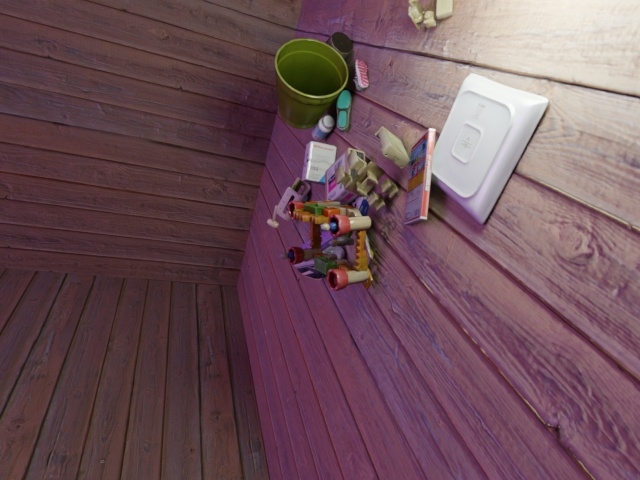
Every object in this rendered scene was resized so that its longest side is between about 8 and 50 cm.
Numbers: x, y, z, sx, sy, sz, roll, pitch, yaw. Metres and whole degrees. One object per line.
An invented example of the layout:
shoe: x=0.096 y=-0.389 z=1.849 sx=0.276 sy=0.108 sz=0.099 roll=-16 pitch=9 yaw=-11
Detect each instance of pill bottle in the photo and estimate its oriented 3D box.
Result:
pill bottle: x=0.017 y=-0.622 z=2.290 sx=0.160 sy=0.087 sz=0.087 roll=152 pitch=123 yaw=-64

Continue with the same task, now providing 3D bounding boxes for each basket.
basket: x=0.062 y=-0.986 z=2.221 sx=0.227 sy=0.154 sz=0.204 roll=-28 pitch=57 yaw=60

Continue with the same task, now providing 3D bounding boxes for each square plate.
square plate: x=0.429 y=-0.274 z=1.178 sx=0.347 sy=0.049 sz=0.343 roll=-116 pitch=39 yaw=-55

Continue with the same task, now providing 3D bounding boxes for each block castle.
block castle: x=0.000 y=0.000 z=1.710 sx=0.453 sy=0.213 sz=0.302 roll=25 pitch=117 yaw=58

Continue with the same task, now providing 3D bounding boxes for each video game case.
video game case: x=0.324 y=-0.199 z=1.368 sx=0.204 sy=0.025 sz=0.285 roll=135 pitch=141 yaw=-86

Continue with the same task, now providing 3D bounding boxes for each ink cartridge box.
ink cartridge box: x=-0.008 y=-0.406 z=2.197 sx=0.086 sy=0.148 sz=0.203 roll=-175 pitch=93 yaw=-71
ink cartridge box: x=0.104 y=-0.263 z=1.825 sx=0.235 sy=0.088 sz=0.193 roll=143 pitch=134 yaw=-57
ink cartridge box: x=0.157 y=-0.189 z=1.844 sx=0.207 sy=0.046 sz=0.097 roll=-114 pitch=38 yaw=-54

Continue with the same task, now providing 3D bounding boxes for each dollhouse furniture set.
dollhouse furniture set: x=0.403 y=-0.809 z=1.455 sx=0.151 sy=0.123 sz=0.144 roll=-1 pitch=81 yaw=33
dollhouse furniture set: x=0.200 y=-0.276 z=1.552 sx=0.242 sy=0.212 sz=0.161 roll=-45 pitch=29 yaw=28

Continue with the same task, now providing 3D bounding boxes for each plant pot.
plant pot: x=-0.078 y=-0.781 z=2.175 sx=0.353 sy=0.367 sz=0.366 roll=121 pitch=150 yaw=-65

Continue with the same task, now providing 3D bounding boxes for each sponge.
sponge: x=-0.011 y=0.014 z=2.038 sx=0.210 sy=0.031 sz=0.117 roll=-34 pitch=27 yaw=7

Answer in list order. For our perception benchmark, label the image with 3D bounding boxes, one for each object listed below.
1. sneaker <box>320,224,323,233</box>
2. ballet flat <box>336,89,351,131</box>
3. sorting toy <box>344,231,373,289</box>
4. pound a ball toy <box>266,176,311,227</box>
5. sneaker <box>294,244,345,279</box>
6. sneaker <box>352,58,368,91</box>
sneaker: x=-0.001 y=-0.027 z=2.160 sx=0.232 sy=0.090 sz=0.115 roll=-62 pitch=22 yaw=24
ballet flat: x=0.116 y=-0.646 z=2.082 sx=0.068 sy=0.072 sz=0.213 roll=54 pitch=-138 yaw=-77
sorting toy: x=0.169 y=0.047 z=1.729 sx=0.196 sy=0.047 sz=0.347 roll=120 pitch=144 yaw=-53
pound a ball toy: x=-0.188 y=-0.209 z=2.560 sx=0.208 sy=0.136 sz=0.319 roll=-53 pitch=0 yaw=-39
sneaker: x=0.014 y=0.111 z=2.025 sx=0.321 sy=0.127 sz=0.126 roll=-10 pitch=36 yaw=45
sneaker: x=0.181 y=-0.775 z=1.955 sx=0.075 sy=0.063 sz=0.170 roll=-36 pitch=54 yaw=54
